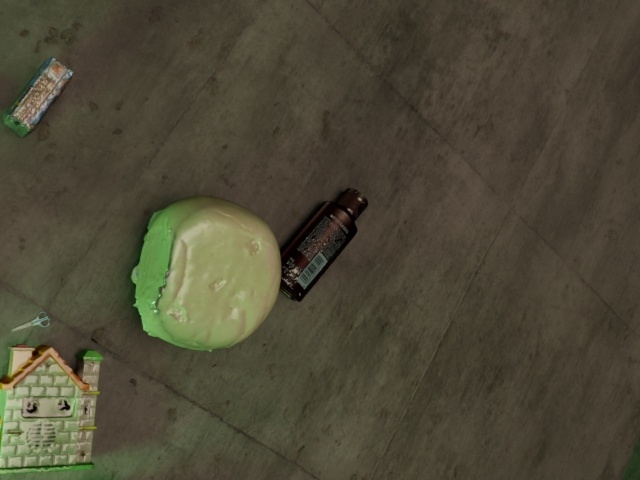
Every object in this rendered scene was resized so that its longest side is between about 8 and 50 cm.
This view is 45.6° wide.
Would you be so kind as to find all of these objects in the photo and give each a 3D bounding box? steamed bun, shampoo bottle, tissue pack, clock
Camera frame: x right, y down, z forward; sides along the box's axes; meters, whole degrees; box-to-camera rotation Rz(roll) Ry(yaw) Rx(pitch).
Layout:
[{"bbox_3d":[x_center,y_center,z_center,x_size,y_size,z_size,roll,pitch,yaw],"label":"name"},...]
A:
[{"bbox_3d":[-0.255,0.070,1.708,0.312,0.233,0.333,22,88,-33],"label":"steamed bun"},{"bbox_3d":[0.000,0.000,1.951,0.129,0.084,0.323,44,68,-14],"label":"shampoo bottle"},{"bbox_3d":[-0.580,-0.291,1.560,0.065,0.116,0.155,38,72,-24],"label":"tissue pack"},{"bbox_3d":[-0.582,0.347,1.590,0.220,0.106,0.255,8,82,-33],"label":"clock"}]

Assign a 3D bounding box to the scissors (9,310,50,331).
[{"bbox_3d":[-0.617,0.178,1.614,0.083,0.006,0.036,-21,104,-30],"label":"scissors"}]
